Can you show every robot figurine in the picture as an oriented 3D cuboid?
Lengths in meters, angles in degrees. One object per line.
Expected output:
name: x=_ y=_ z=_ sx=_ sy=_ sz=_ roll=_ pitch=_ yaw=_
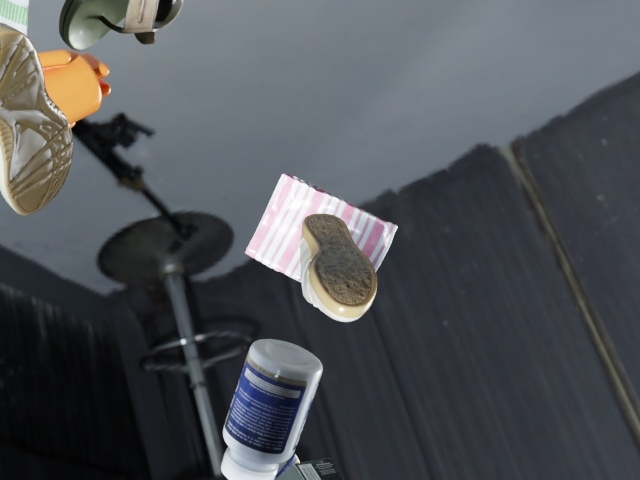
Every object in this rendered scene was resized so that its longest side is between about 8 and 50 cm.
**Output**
robot figurine: x=-0.484 y=-0.264 z=1.826 sx=0.219 sy=0.128 sz=0.158 roll=-34 pitch=-176 yaw=-33

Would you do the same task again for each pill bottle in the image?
pill bottle: x=-0.066 y=0.215 z=1.255 sx=0.094 sy=0.094 sz=0.169 roll=8 pitch=107 yaw=-40

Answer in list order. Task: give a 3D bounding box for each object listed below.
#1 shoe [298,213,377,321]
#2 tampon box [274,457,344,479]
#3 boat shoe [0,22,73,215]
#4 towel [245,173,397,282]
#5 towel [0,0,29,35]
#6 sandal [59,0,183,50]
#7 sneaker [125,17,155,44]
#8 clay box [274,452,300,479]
shoe: x=0.017 y=0.039 z=1.157 sx=0.076 sy=0.219 sz=0.058 roll=5 pitch=116 yaw=-10
tampon box: x=-0.042 y=0.405 z=1.473 sx=0.161 sy=0.101 sz=0.120 roll=-41 pitch=157 yaw=17
boat shoe: x=-0.376 y=-0.149 z=1.206 sx=0.109 sy=0.098 sz=0.302 roll=-45 pitch=156 yaw=-26
towel: x=0.000 y=0.000 z=1.545 sx=0.144 sy=0.197 sz=0.029 roll=-64 pitch=171 yaw=2
towel: x=-0.609 y=-0.464 z=1.825 sx=0.038 sy=0.325 sz=0.248 roll=-3 pitch=171 yaw=28
sandal: x=-0.220 y=-0.333 z=1.358 sx=0.302 sy=0.086 sz=0.120 roll=-26 pitch=170 yaw=14
sneaker: x=-0.315 y=-0.388 z=1.595 sx=0.086 sy=0.192 sz=0.064 roll=-9 pitch=161 yaw=-13
clay box: x=-0.063 y=0.492 z=1.831 sx=0.127 sy=0.053 sz=0.222 roll=-45 pitch=129 yaw=-29
